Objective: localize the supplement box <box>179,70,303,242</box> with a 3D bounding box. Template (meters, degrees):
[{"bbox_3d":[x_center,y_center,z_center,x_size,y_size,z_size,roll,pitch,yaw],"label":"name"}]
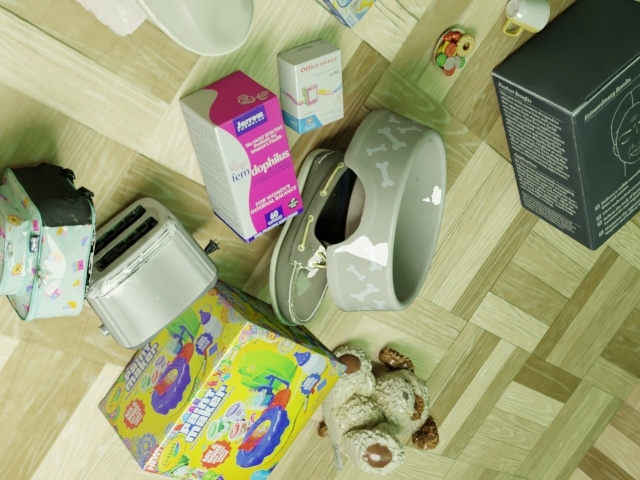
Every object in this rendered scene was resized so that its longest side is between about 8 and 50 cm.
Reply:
[{"bbox_3d":[-0.116,-0.125,1.381,0.111,0.114,0.220,-31,133,-20],"label":"supplement box"}]

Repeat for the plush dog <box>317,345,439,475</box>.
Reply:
[{"bbox_3d":[0.123,0.345,1.868,0.225,0.263,0.211,-11,159,-24],"label":"plush dog"}]

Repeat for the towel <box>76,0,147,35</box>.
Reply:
[{"bbox_3d":[-0.249,-0.455,1.078,0.317,0.053,0.332,-52,139,0],"label":"towel"}]

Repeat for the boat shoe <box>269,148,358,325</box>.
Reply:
[{"bbox_3d":[-0.003,-0.001,1.517,0.109,0.091,0.305,14,89,-43],"label":"boat shoe"}]

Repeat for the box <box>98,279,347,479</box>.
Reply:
[{"bbox_3d":[-0.162,0.247,1.554,0.279,0.177,0.290,31,96,-47],"label":"box"}]

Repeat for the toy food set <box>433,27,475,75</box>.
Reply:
[{"bbox_3d":[0.232,-0.331,1.605,0.083,0.020,0.083,14,108,-46],"label":"toy food set"}]

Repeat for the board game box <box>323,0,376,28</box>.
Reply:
[{"bbox_3d":[0.033,-0.429,1.353,0.136,0.035,0.201,-50,138,-1],"label":"board game box"}]

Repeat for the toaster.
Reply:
[{"bbox_3d":[-0.259,0.041,1.361,0.227,0.129,0.146,-40,135,-10],"label":"toaster"}]

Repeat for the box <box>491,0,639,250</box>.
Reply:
[{"bbox_3d":[0.540,-0.232,1.801,0.293,0.212,0.395,-39,137,-13],"label":"box"}]

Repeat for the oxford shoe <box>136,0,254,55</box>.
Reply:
[{"bbox_3d":[-0.168,-0.395,1.061,0.169,0.130,0.449,-37,139,-19],"label":"oxford shoe"}]

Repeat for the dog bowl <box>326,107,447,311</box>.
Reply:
[{"bbox_3d":[0.122,-0.041,1.531,0.349,0.102,0.349,12,90,-70],"label":"dog bowl"}]

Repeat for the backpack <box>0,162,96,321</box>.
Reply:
[{"bbox_3d":[-0.377,0.012,1.208,0.144,0.166,0.188,-14,124,-32],"label":"backpack"}]

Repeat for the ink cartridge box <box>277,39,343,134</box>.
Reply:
[{"bbox_3d":[-0.014,-0.241,1.431,0.088,0.052,0.123,-25,131,-25],"label":"ink cartridge box"}]

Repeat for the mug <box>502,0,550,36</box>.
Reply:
[{"bbox_3d":[0.365,-0.403,1.644,0.064,0.062,0.078,4,109,-34],"label":"mug"}]
